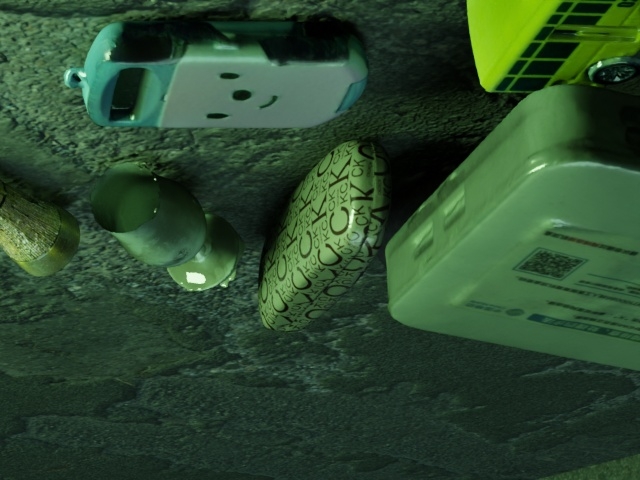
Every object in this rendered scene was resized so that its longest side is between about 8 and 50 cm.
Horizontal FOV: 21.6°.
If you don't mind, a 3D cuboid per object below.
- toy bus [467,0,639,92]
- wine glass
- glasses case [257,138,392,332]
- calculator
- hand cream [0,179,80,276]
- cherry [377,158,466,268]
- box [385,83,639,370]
[{"bbox_3d":[0.222,-0.226,1.395,0.150,0.128,0.262,0,160,-14],"label":"toy bus"},{"bbox_3d":[-0.173,-0.013,1.889,0.103,0.103,0.222,-13,160,17],"label":"wine glass"},{"bbox_3d":[0.000,0.000,1.926,0.085,0.137,0.355,8,156,-17],"label":"glasses case"},{"bbox_3d":[-0.097,-0.157,1.601,0.293,0.051,0.173,-1,160,-13],"label":"calculator"},{"bbox_3d":[-0.347,-0.031,1.839,0.084,0.084,0.203,-14,153,20],"label":"hand cream"},{"bbox_3d":[0.181,-0.001,1.903,0.266,0.184,0.213,8,159,4],"label":"cherry"},{"bbox_3d":[0.303,0.006,1.648,0.395,0.111,0.396,13,151,-19],"label":"box"}]
